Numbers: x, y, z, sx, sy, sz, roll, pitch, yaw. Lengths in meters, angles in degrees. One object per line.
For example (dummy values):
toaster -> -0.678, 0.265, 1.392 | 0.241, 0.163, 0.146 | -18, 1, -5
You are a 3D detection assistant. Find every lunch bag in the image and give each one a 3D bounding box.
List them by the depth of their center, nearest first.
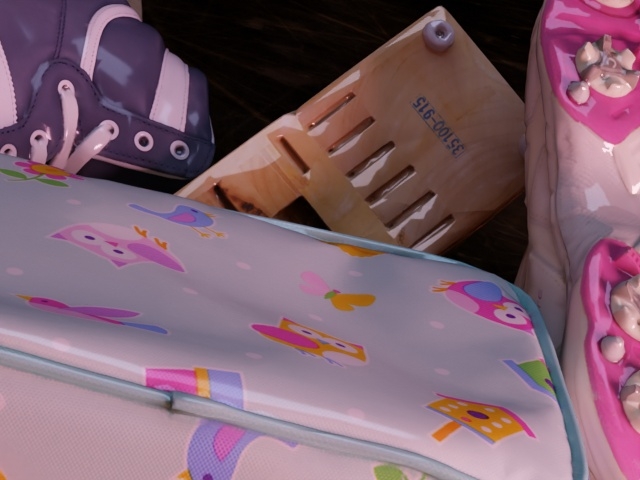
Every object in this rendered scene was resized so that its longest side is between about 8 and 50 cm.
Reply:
lunch bag -> -0.052, 0.056, 0.657 | 0.279, 0.108, 0.224 | 15, 16, -6

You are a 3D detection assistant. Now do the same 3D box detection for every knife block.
knife block -> 0.000, 0.000, 0.924 | 0.275, 0.242, 0.088 | -38, 86, -24

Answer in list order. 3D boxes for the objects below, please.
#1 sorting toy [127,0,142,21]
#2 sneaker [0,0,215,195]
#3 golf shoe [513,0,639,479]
sorting toy -> -0.223, -0.135, 0.988 | 0.257, 0.089, 0.255 | 24, 32, -24
sneaker -> -0.148, -0.027, 0.798 | 0.153, 0.099, 0.282 | 43, 45, -6
golf shoe -> 0.116, -0.002, 0.786 | 0.115, 0.140, 0.306 | 18, 51, -13
